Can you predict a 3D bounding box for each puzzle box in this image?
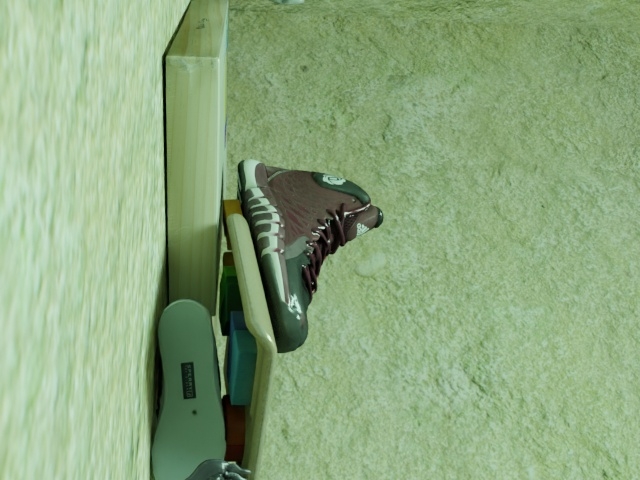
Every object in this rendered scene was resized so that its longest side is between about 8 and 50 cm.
[{"bbox_3d":[-0.140,-0.123,0.962,0.409,0.052,0.272,-102,-166,-66],"label":"puzzle box"}]

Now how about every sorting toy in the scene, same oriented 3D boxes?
[{"bbox_3d":[-0.089,0.095,0.820,0.307,0.041,0.229,-111,-158,-58],"label":"sorting toy"}]

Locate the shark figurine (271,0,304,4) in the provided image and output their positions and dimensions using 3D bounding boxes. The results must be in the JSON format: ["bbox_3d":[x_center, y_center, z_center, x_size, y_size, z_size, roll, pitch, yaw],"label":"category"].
[{"bbox_3d":[-0.142,-0.437,1.119,0.116,0.166,0.278,-34,-111,52],"label":"shark figurine"}]

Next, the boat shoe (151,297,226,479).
[{"bbox_3d":[-0.118,0.146,0.747,0.083,0.065,0.184,124,-34,-82],"label":"boat shoe"}]

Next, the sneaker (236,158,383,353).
[{"bbox_3d":[0.000,0.000,0.888,0.281,0.162,0.107,-105,-163,-46],"label":"sneaker"}]

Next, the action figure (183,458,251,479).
[{"bbox_3d":[-0.066,0.291,0.532,0.276,0.140,0.164,-96,-159,-44],"label":"action figure"}]
